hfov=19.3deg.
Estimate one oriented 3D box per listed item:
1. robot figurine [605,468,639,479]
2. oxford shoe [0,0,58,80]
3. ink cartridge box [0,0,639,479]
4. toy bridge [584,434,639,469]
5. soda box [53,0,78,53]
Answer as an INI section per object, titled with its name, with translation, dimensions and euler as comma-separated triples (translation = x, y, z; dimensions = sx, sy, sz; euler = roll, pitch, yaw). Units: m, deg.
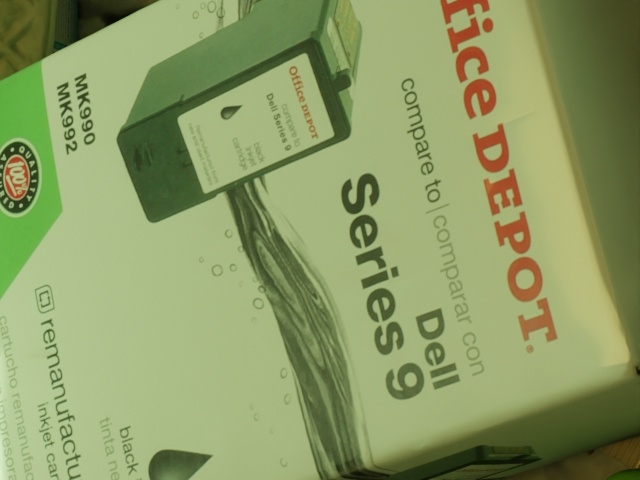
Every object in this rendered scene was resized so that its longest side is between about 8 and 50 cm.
[robot figurine]
translation = 0.139, 0.122, 0.696
dimensions = 0.115, 0.067, 0.101
euler = 7, 62, 37
[oxford shoe]
translation = -0.219, -0.173, 0.913
dimensions = 0.130, 0.169, 0.449
euler = 155, 112, -73
[ink cartridge box]
translation = 0.000, 0.000, 0.750
dimensions = 0.289, 0.121, 0.211
euler = -23, 71, 29
[toy bridge]
translation = 0.146, 0.001, 0.742
dimensions = 0.063, 0.026, 0.188
euler = 33, 101, 36
[soda box]
translation = -0.215, -0.111, 1.007
dimensions = 0.183, 0.063, 0.058
euler = -9, 75, 35
